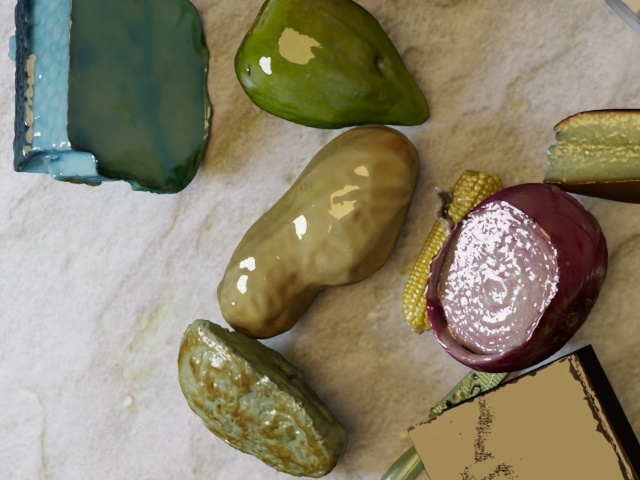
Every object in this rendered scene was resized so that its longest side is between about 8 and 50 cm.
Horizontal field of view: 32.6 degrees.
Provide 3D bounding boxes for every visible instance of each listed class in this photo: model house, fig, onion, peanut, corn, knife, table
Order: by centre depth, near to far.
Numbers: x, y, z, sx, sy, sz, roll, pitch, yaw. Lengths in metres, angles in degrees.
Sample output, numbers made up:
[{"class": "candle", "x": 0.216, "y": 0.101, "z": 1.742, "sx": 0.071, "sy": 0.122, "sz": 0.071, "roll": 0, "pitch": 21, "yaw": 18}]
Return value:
[{"class": "table", "x": 0.229, "y": 0.230, "z": 1.162, "sx": 0.193, "sy": 0.169, "sz": 0.172, "roll": -27, "pitch": 80, "yaw": 16}, {"class": "onion", "x": 0.218, "y": 0.041, "z": 1.178, "sx": 0.201, "sy": 0.200, "sz": 0.207, "roll": 5, "pitch": 91, "yaw": 23}, {"class": "corn", "x": 0.151, "y": 0.014, "z": 1.269, "sx": 0.067, "sy": 0.067, "sz": 0.206, "roll": 25, "pitch": 98, "yaw": 22}, {"class": "fig", "x": 0.003, "y": -0.207, "z": 1.291, "sx": 0.233, "sy": 0.167, "sz": 0.167, "roll": 34, "pitch": 101, "yaw": 28}, {"class": "knife", "x": 0.140, "y": 0.219, "z": 1.291, "sx": 0.043, "sy": 0.020, "sz": 0.293, "roll": 44, "pitch": 104, "yaw": 16}, {"class": "peanut", "x": 0.000, "y": 0.000, "z": 1.297, "sx": 0.319, "sy": 0.147, "sz": 0.147, "roll": -47, "pitch": 72, "yaw": 16}, {"class": "model house", "x": -0.305, "y": -0.187, "z": 1.417, "sx": 0.241, "sy": 0.226, "sz": 0.261, "roll": -4, "pitch": 83, "yaw": 38}]

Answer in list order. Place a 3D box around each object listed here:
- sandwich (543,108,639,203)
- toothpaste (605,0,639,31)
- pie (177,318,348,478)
[{"class": "sandwich", "x": 0.374, "y": -0.090, "z": 1.164, "sx": 0.258, "sy": 0.096, "sz": 0.094, "roll": 3, "pitch": 83, "yaw": 25}, {"class": "toothpaste", "x": 0.455, "y": -0.377, "z": 1.153, "sx": 0.371, "sy": 0.080, "sz": 0.125, "roll": -46, "pitch": 72, "yaw": 10}, {"class": "pie", "x": -0.073, "y": 0.192, "z": 1.321, "sx": 0.248, "sy": 0.090, "sz": 0.201, "roll": 36, "pitch": 145, "yaw": 14}]
